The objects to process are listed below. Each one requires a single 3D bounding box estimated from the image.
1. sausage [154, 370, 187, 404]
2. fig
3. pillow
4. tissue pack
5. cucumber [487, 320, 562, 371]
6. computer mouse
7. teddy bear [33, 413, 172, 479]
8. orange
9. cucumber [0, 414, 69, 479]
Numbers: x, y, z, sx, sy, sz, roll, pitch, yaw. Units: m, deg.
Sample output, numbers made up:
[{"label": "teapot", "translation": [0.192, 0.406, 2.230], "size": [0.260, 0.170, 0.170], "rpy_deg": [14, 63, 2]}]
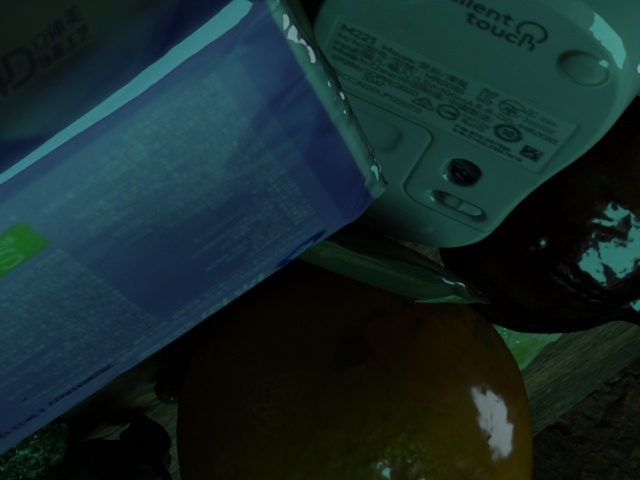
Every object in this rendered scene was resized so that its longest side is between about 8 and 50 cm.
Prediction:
[{"label": "sausage", "translation": [-0.119, 0.136, 1.209], "size": [0.031, 0.031, 0.107], "rpy_deg": [-42, 160, 27]}, {"label": "fig", "translation": [0.217, -0.020, 1.109], "size": [0.235, 0.214, 0.235], "rpy_deg": [-6, 164, -2]}, {"label": "pillow", "translation": [0.000, -0.001, 0.822], "size": [0.033, 0.217, 0.130], "rpy_deg": [-69, 158, -1]}, {"label": "tissue pack", "translation": [-0.156, -0.021, 0.554], "size": [0.338, 0.160, 0.242], "rpy_deg": [-34, 160, 1]}, {"label": "cucumber", "translation": [0.207, 0.110, 1.573], "size": [0.145, 0.105, 0.325], "rpy_deg": [11, 140, -26]}, {"label": "computer mouse", "translation": [0.075, -0.102, 0.709], "size": [0.297, 0.184, 0.121], "rpy_deg": [112, 3, -62]}, {"label": "teddy bear", "translation": [-0.215, 0.244, 1.200], "size": [0.251, 0.144, 0.171], "rpy_deg": [-61, -176, 28]}, {"label": "orange", "translation": [0.028, 0.167, 1.099], "size": [0.312, 0.312, 0.312], "rpy_deg": [-29, 161, -11]}, {"label": "cucumber", "translation": [-0.249, 0.118, 0.862], "size": [0.096, 0.096, 0.359], "rpy_deg": [-31, 162, -3]}]
